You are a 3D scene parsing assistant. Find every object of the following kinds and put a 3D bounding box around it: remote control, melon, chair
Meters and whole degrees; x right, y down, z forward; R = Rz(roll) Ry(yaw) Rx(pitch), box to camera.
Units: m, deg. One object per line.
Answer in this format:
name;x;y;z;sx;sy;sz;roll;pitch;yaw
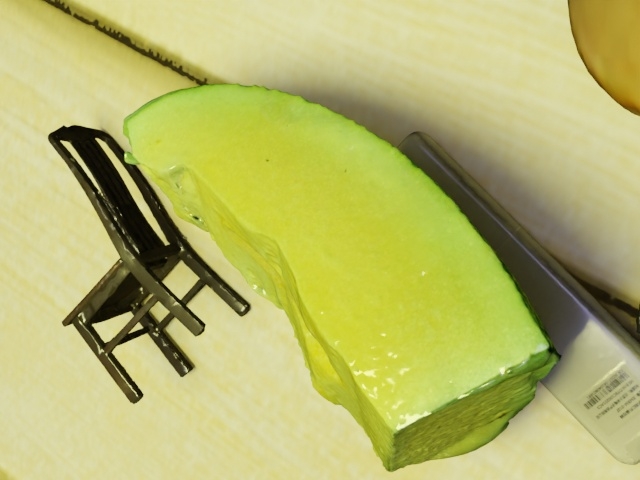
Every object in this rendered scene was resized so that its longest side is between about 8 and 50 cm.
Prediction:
remote control;0.136;0.035;0.554;0.261;0.029;0.067;47;119;14
melon;0.000;0.000;0.538;0.323;0.124;0.196;48;156;22
chair;-0.169;0.013;0.676;0.212;0.084;0.101;48;113;11

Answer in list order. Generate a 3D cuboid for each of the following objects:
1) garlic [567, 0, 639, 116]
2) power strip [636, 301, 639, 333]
garlic;0.207;-0.219;0.373;0.151;0.196;0.339;7;102;10
power strip;0.214;0.004;0.499;0.029;0.038;0.111;8;105;24
